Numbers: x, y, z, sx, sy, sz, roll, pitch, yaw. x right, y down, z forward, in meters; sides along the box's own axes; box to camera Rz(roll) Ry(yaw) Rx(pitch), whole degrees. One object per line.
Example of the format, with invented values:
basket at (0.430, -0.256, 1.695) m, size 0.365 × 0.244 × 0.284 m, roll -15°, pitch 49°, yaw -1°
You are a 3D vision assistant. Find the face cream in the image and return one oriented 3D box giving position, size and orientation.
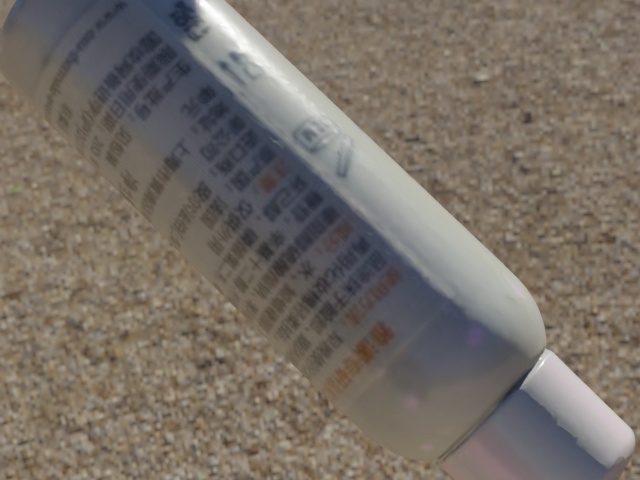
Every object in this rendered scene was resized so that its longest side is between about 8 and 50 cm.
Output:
face cream at (0.000, 0.000, 0.464) m, size 0.269 × 0.082 × 0.082 m, roll 44°, pitch 45°, yaw 7°
